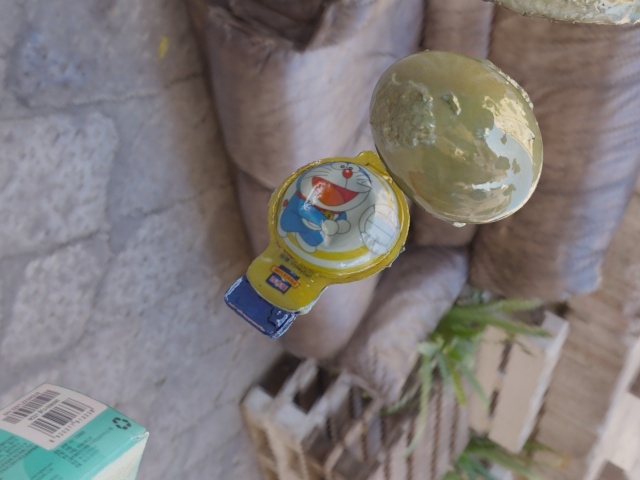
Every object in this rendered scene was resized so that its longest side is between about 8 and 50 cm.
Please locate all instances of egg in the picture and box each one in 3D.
[{"bbox_3d":[0.136,-0.106,1.206,0.164,0.201,0.164,-37,163,-14],"label":"egg"}]

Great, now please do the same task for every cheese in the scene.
[{"bbox_3d":[0.000,0.000,1.417,0.270,0.177,0.069,-49,161,-16],"label":"cheese"}]

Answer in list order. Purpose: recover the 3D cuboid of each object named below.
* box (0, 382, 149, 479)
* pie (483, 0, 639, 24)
[{"bbox_3d":[-0.276,0.302,1.010,0.205,0.118,0.311,-32,143,-64],"label":"box"},{"bbox_3d":[0.203,-0.230,0.964,0.052,0.218,0.185,89,5,-47],"label":"pie"}]
